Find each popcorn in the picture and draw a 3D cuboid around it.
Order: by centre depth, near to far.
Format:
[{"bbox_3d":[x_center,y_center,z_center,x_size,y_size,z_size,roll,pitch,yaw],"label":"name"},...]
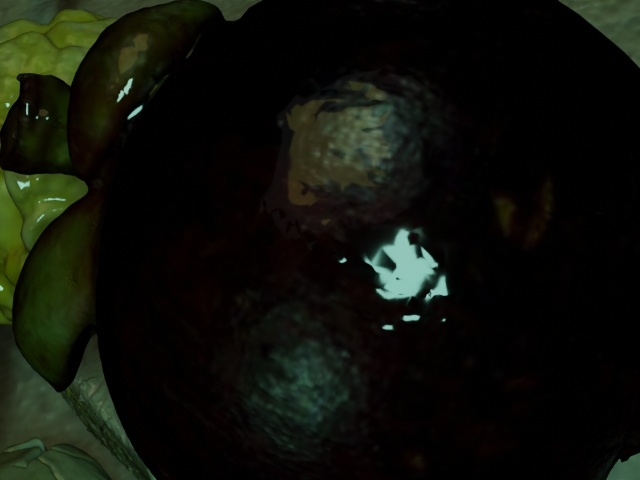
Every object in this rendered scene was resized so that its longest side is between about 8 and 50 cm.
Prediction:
[{"bbox_3d":[-0.123,-0.039,0.680,0.170,0.180,0.180,26,47,-6],"label":"popcorn"}]

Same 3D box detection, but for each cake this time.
[{"bbox_3d":[-0.088,0.078,0.611,0.065,0.052,0.121,-18,38,-1],"label":"cake"}]

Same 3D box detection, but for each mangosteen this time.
[{"bbox_3d":[0.000,0.000,0.497,0.265,0.228,0.228,22,53,14],"label":"mangosteen"}]

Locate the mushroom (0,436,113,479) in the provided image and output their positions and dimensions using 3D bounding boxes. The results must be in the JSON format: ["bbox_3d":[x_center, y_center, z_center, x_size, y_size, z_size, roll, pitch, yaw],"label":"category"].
[{"bbox_3d":[-0.176,0.154,0.537,0.223,0.092,0.081,-23,17,-11],"label":"mushroom"}]
